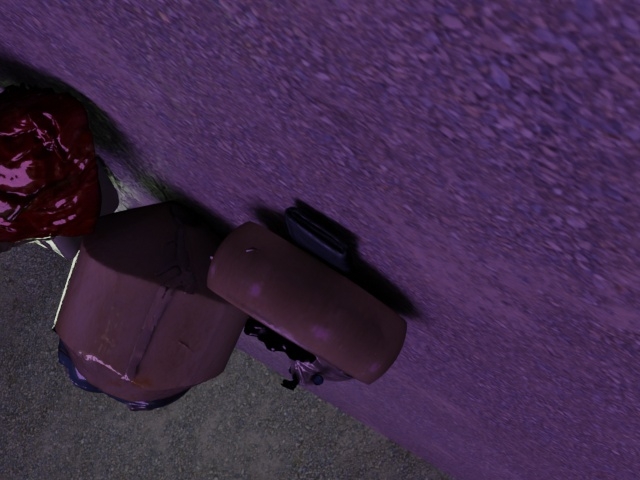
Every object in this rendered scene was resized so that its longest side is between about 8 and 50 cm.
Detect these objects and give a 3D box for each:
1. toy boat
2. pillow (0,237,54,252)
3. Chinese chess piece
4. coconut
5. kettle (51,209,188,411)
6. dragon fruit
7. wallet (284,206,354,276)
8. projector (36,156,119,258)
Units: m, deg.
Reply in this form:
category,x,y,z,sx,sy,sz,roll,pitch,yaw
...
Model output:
category,x,y,z,sx,sy,sz,roll,pitch,yaw
toy boat,-0.038,0.167,1.870,0.141,0.141,0.269,17,146,57
pillow,-0.563,-0.089,1.677,0.076,0.281,0.274,-27,88,44
Chinese chess piece,-0.018,0.080,1.419,0.273,0.102,0.273,33,176,3
coconut,-0.255,0.084,1.750,0.323,0.323,0.323,32,169,7
kettle,-0.350,0.162,2.186,0.319,0.342,0.247,29,168,21
dragon fruit,-0.423,-0.141,1.534,0.302,0.240,0.330,6,161,-36
wallet,0.000,0.000,1.276,0.088,0.026,0.129,33,172,11
projector,-0.464,-0.086,1.911,0.177,0.163,0.242,33,167,10
